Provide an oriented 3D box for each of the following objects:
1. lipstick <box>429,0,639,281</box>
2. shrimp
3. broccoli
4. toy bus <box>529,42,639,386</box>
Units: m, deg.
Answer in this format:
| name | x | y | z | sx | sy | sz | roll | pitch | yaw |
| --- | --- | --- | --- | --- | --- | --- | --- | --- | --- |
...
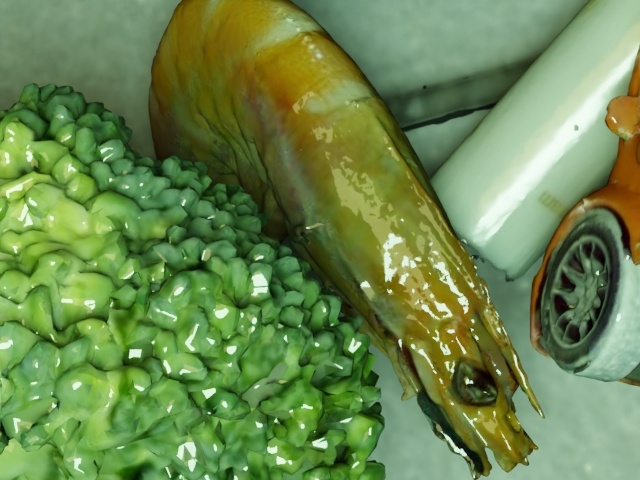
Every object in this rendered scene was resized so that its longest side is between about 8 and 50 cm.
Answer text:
| name | x | y | z | sx | sy | sz | roll | pitch | yaw |
| --- | --- | --- | --- | --- | --- | --- | --- | --- | --- |
| lipstick | 0.146 | -0.097 | 0.671 | 0.059 | 0.059 | 0.264 | 45 | 102 | 13 |
| shrimp | 0.000 | 0.000 | 0.685 | 0.248 | 0.068 | 0.150 | 51 | 141 | 30 |
| broccoli | -0.163 | 0.079 | 0.650 | 0.375 | 0.302 | 0.249 | -29 | 66 | 43 |
| toy bus | 0.200 | -0.048 | 0.548 | 0.143 | 0.329 | 0.153 | 14 | 61 | -19 |
